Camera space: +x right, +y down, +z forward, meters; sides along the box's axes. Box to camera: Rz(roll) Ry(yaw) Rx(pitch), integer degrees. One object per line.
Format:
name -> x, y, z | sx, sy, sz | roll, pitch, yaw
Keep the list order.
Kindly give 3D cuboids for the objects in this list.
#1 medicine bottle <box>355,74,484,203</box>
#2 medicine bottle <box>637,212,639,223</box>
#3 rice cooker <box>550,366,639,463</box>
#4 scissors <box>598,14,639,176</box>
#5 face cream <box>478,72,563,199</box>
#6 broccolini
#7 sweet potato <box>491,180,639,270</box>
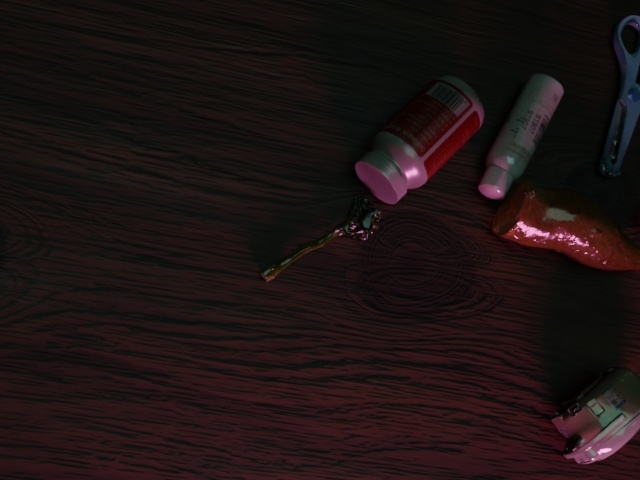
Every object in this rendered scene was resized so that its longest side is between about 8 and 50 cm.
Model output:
medicine bottle -> 0.186, -0.189, 1.747 | 0.131, 0.131, 0.250 | 47, 73, -3
medicine bottle -> 0.754, 0.026, 1.879 | 0.095, 0.095, 0.260 | -40, 91, -18
rice cooker -> 0.527, 0.324, 1.742 | 0.206, 0.145, 0.127 | -33, 78, -14
scissors -> 0.653, -0.300, 1.941 | 0.180, 0.032, 0.392 | 25, 74, -10
face cream -> 0.388, -0.199, 1.828 | 0.082, 0.082, 0.269 | 31, 74, -8
broccolini -> 0.003, 0.006, 1.722 | 0.254, 0.071, 0.057 | -32, 131, -11
sweet potato -> 0.505, -0.021, 1.807 | 0.337, 0.131, 0.131 | 16, 76, -12
